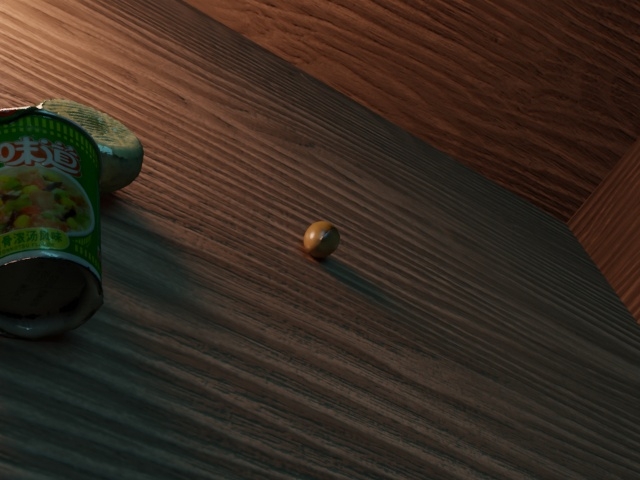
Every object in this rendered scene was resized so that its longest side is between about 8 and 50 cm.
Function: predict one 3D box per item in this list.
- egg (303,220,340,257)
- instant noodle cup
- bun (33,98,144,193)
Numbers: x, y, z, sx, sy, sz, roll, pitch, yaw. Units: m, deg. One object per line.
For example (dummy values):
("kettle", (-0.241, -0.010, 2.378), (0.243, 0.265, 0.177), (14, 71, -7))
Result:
("egg", (0.000, 0.000, 1.457), (0.071, 0.071, 0.083), (39, 36, 12))
("instant noodle cup", (-0.358, -0.015, 0.884), (0.207, 0.207, 0.233), (15, 38, -37))
("bun", (-0.388, -0.140, 1.160), (0.195, 0.118, 0.195), (31, 17, -11))
